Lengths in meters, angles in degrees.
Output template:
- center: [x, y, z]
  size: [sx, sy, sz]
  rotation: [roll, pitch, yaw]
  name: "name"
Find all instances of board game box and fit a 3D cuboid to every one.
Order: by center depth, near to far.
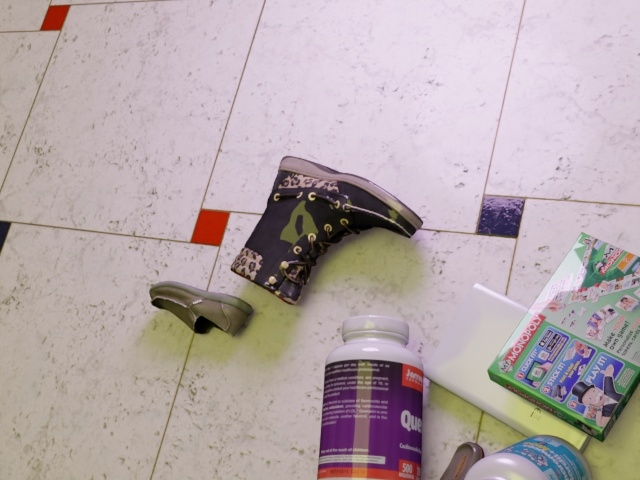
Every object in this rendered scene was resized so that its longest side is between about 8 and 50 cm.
- center: [0.459, 0.153, 1.477]
  size: [0.213, 0.046, 0.317]
  rotation: [28, 70, 33]
  name: "board game box"

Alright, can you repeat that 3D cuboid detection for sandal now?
- center: [0.212, 0.429, 1.474]
  size: [0.090, 0.060, 0.219]
  rotation: [-15, 39, 54]
  name: "sandal"

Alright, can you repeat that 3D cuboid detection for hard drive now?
- center: [0.359, 0.226, 1.542]
  size: [0.307, 0.040, 0.203]
  rotation: [28, 83, 33]
  name: "hard drive"

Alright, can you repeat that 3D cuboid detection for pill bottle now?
- center: [0.312, 0.391, 1.347]
  size: [0.146, 0.264, 0.146]
  rotation: [0, 89, 35]
  name: "pill bottle"
- center: [0.092, 0.305, 1.558]
  size: [0.181, 0.181, 0.323]
  rotation: [-6, 67, 25]
  name: "pill bottle"

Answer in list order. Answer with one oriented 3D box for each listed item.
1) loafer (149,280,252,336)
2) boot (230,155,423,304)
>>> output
- center: [-0.268, 0.149, 1.858]
  size: [0.251, 0.094, 0.087]
  rotation: [8, 69, 29]
  name: "loafer"
- center: [0.000, 0.000, 1.760]
  size: [0.377, 0.138, 0.284]
  rotation: [24, 80, 36]
  name: "boot"
